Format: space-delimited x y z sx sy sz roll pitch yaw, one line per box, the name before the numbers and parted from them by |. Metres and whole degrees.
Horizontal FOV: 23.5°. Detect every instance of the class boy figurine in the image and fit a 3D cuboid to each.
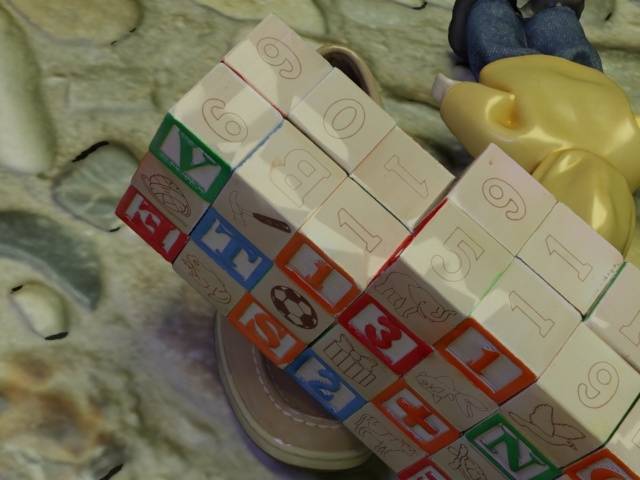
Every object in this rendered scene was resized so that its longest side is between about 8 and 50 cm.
boy figurine | 0.170 -0.075 1.078 0.177 0.092 0.285 5 45 -15

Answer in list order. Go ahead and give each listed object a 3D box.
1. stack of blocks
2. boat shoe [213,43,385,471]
stack of blocks | 0.047 0.026 0.782 0.297 0.171 0.087 42 60 1
boat shoe | 0.000 0.000 0.934 0.109 0.098 0.302 11 44 -8
